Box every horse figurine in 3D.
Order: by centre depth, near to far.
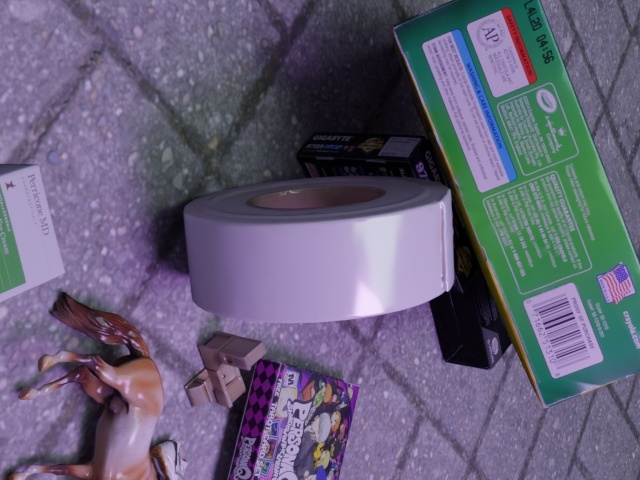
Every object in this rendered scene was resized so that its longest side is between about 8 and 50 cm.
[{"bbox_3d":[-0.215,0.185,0.928,0.174,0.066,0.263,3,95,-46],"label":"horse figurine"}]

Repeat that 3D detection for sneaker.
[{"bbox_3d":[-0.159,0.258,1.034,0.037,0.032,0.083,-28,116,-46],"label":"sneaker"}]

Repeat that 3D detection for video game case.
[{"bbox_3d":[-0.037,0.275,1.167,0.210,0.041,0.232,30,71,-57],"label":"video game case"}]

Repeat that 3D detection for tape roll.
[{"bbox_3d":[0.000,0.000,0.999,0.286,0.286,0.100,-17,108,-49],"label":"tape roll"}]

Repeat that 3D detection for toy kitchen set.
[{"bbox_3d":[-0.103,0.160,1.058,0.068,0.075,0.083,-40,125,-40],"label":"toy kitchen set"}]

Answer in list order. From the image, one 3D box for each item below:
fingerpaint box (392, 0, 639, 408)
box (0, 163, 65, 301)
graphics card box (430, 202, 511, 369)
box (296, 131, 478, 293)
[{"bbox_3d":[0.243,-0.075,1.160,0.371,0.163,0.445,-61,128,-81],"label":"fingerpaint box"},{"bbox_3d":[-0.286,-0.006,0.784,0.087,0.102,0.101,-29,116,-48],"label":"box"},{"bbox_3d":[0.304,0.012,1.538,0.371,0.094,0.233,-43,126,-41],"label":"graphics card box"},{"bbox_3d":[0.087,-0.035,1.191,0.051,0.175,0.220,-52,131,-31],"label":"box"}]
